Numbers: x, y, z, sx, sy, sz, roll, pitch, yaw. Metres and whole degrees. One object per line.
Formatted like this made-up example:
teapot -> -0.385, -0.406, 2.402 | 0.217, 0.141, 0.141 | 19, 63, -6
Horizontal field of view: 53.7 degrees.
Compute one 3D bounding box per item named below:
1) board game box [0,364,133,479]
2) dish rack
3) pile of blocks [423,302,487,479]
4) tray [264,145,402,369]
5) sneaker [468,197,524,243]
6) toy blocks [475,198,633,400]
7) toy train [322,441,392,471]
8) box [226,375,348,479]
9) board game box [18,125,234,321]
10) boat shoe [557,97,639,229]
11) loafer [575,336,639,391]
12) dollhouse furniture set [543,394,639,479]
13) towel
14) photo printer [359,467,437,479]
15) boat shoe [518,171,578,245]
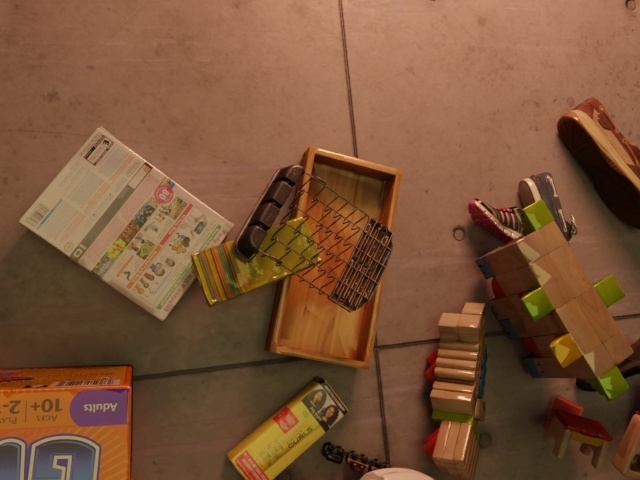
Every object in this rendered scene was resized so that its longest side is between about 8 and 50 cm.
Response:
board game box -> -0.470, 0.384, 0.951 | 0.356, 0.356, 0.357 | 1, 84, -16
dish rack -> 0.000, 0.000, 1.186 | 0.271, 0.074, 0.208 | 33, 69, -13
pile of blocks -> 0.275, 0.308, 1.315 | 0.112, 0.149, 0.362 | 1, 69, 27
tray -> 0.029, 0.037, 1.280 | 0.202, 0.076, 0.411 | 13, 80, -13
sneaker -> 0.401, -0.052, 1.400 | 0.170, 0.063, 0.075 | 33, 76, -15
toy blocks -> 0.452, 0.133, 1.303 | 0.190, 0.261, 0.381 | -28, 84, -15
toy train -> 0.076, 0.446, 1.269 | 0.158, 0.027, 0.036 | 22, 82, -12
box -> -0.062, 0.371, 1.222 | 0.232, 0.058, 0.087 | -37, 95, -16
board game box -> -0.349, -0.026, 1.170 | 0.303, 0.097, 0.224 | 37, 75, -8
boat shoe -> 0.700, -0.181, 1.471 | 0.123, 0.123, 0.342 | -38, 88, -15
loafer -> 0.665, 0.278, 1.437 | 0.220, 0.080, 0.078 | -14, 55, -16
dollhouse furniture set -> 0.655, 0.389, 1.339 | 0.374, 0.201, 0.152 | 17, 101, -6
towel -> -0.115, 0.036, 1.178 | 0.237, 0.021, 0.102 | -21, 91, -23
photo printer -> 0.139, 0.590, 1.192 | 0.256, 0.107, 0.308 | 29, 76, -36
boat shoe -> 0.525, -0.029, 1.418 | 0.079, 0.095, 0.255 | -19, 80, -6
